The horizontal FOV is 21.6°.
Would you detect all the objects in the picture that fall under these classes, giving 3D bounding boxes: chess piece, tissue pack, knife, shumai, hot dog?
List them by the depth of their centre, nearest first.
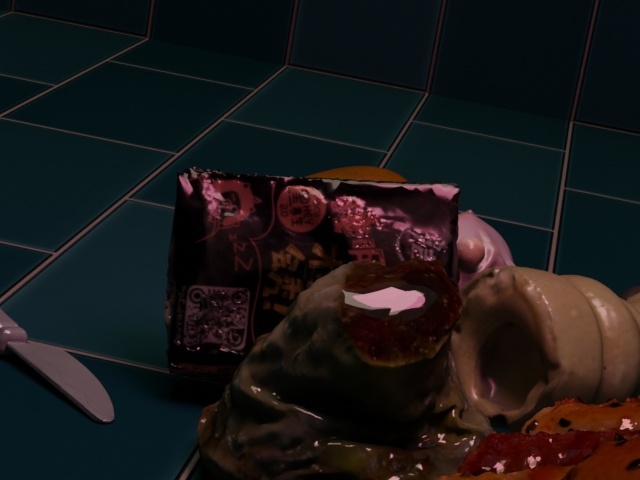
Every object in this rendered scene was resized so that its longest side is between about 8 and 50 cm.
[{"bbox_3d":[0.299,0.234,1.435,0.365,0.196,0.367,-1,8,34],"label":"hot dog"},{"bbox_3d":[0.039,0.130,1.694,0.309,0.263,0.304,1,20,-27],"label":"shumai"},{"bbox_3d":[0.353,0.127,1.881,0.442,0.234,0.234,5,16,-36],"label":"chess piece"},{"bbox_3d":[-0.006,0.047,1.892,0.332,0.245,0.123,3,-6,2],"label":"tissue pack"},{"bbox_3d":[-0.322,0.127,1.902,0.331,0.044,0.080,30,18,36],"label":"knife"}]

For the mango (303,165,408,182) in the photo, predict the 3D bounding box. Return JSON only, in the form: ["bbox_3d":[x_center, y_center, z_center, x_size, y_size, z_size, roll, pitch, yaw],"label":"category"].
[{"bbox_3d":[0.000,0.000,2.236,0.317,0.173,0.211,-11,-20,-19],"label":"mango"}]

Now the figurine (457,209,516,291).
[{"bbox_3d":[0.202,0.075,2.125,0.133,0.200,0.276,-13,52,-18],"label":"figurine"}]

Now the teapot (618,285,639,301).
[{"bbox_3d":[0.400,0.130,2.187,0.119,0.130,0.165,2,-22,29],"label":"teapot"}]
